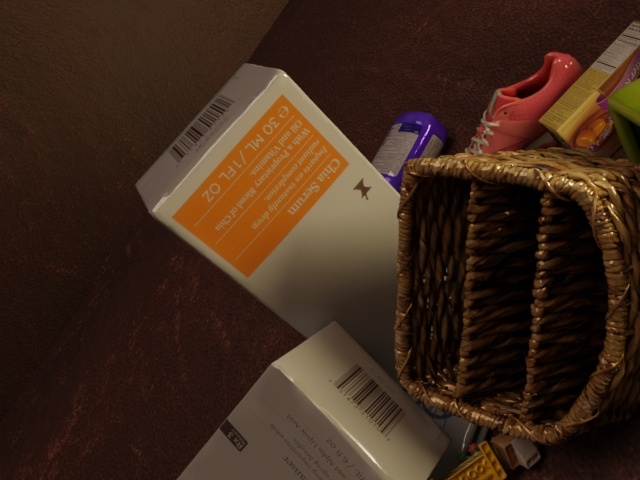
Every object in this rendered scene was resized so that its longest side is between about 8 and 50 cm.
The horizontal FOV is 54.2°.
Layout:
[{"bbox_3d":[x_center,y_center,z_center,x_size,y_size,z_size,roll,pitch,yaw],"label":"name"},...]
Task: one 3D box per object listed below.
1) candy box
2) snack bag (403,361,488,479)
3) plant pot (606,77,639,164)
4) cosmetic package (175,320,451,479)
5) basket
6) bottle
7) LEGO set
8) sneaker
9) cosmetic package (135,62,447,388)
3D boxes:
[{"bbox_3d":[0.419,-0.202,0.894,0.186,0.109,0.053,-47,31,11],"label":"candy box"},{"bbox_3d":[0.105,0.260,0.941,0.343,0.037,0.323,3,61,55],"label":"snack bag"},{"bbox_3d":[0.457,-0.078,0.604,0.207,0.227,0.228,-34,34,12],"label":"plant pot"},{"bbox_3d":[-0.045,0.316,0.807,0.385,0.217,0.156,-54,-16,28],"label":"cosmetic package"},{"bbox_3d":[0.222,0.063,0.665,0.213,0.223,0.299,-139,46,-62],"label":"basket"},{"bbox_3d":[0.139,-0.113,1.210,0.118,0.092,0.282,12,70,58],"label":"bottle"},{"bbox_3d":[0.150,0.334,0.740,0.287,0.132,0.107,-64,4,-23],"label":"LEGO set"},{"bbox_3d":[0.297,-0.181,1.016,0.314,0.136,0.116,-41,32,22],"label":"sneaker"},{"bbox_3d":[0.000,0.000,0.868,0.230,0.453,0.161,-49,29,-1],"label":"cosmetic package"}]
